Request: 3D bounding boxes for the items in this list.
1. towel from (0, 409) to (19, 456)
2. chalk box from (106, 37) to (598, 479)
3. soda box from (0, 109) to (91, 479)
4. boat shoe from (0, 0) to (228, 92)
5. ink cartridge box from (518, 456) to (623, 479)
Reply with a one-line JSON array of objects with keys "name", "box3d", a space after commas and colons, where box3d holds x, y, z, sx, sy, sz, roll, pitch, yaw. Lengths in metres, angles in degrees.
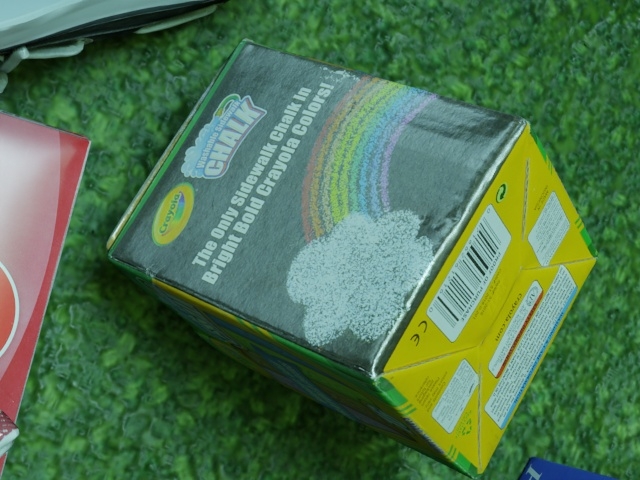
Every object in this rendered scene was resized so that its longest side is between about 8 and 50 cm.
[{"name": "towel", "box3d": [-0.313, 0.048, 0.435, 0.329, 0.037, 0.237, 41, 73, 5]}, {"name": "chalk box", "box3d": [0.000, 0.000, 0.563, 0.132, 0.213, 0.132, -58, 142, -12]}, {"name": "soda box", "box3d": [-0.183, 0.070, 0.519, 0.083, 0.092, 0.263, 16, 82, -23]}, {"name": "boat shoe", "box3d": [-0.148, -0.128, 0.517, 0.306, 0.105, 0.113, -23, 86, -37]}, {"name": "ink cartridge box", "box3d": [0.108, 0.225, 0.640, 0.046, 0.097, 0.207, 38, 75, -18]}]
